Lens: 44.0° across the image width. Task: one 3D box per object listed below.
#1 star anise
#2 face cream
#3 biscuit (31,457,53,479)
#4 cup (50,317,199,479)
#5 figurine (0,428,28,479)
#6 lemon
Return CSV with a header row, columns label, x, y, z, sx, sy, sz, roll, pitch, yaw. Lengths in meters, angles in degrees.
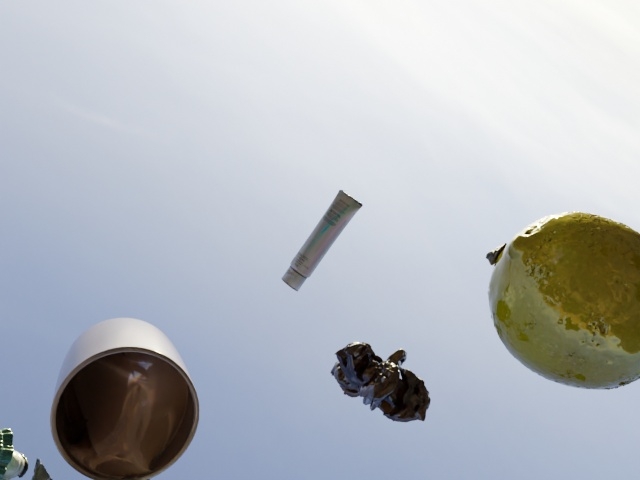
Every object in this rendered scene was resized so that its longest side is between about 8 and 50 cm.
label,x,y,z,sx,sy,sz,roll,pitch,yaw
star anise,0.107,0.246,1.427,0.190,0.126,0.220,27,177,-36
face cream,0.000,0.000,0.823,0.038,0.115,0.020,38,-174,40
biscuit,-0.276,0.407,0.978,0.309,0.186,0.079,12,172,26
cup,-0.278,0.245,1.143,0.191,0.253,0.200,-11,-167,-14
figurine,-0.511,0.294,1.084,0.110,0.138,0.245,17,155,34
lemon,0.262,0.062,0.783,0.206,0.173,0.173,25,-147,2
